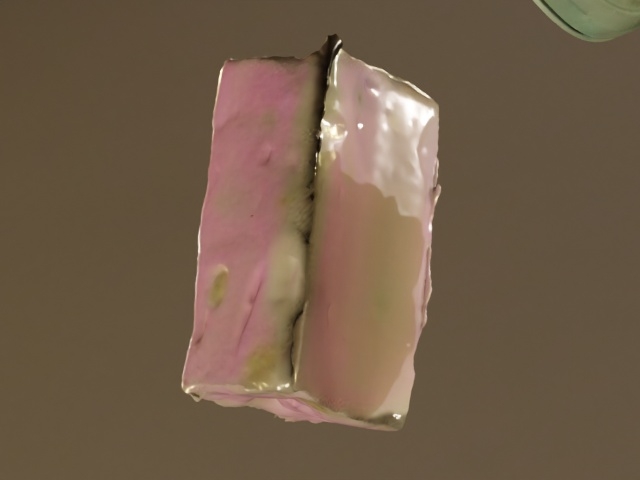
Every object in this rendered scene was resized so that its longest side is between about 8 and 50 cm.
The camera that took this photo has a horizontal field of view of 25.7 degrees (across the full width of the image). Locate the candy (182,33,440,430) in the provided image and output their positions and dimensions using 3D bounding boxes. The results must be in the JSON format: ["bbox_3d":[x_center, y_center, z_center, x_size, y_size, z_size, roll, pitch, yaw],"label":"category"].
[{"bbox_3d":[0.000,0.000,1.024,0.115,0.155,0.265,-6,-107,38],"label":"candy"}]

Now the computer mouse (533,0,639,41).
[{"bbox_3d":[0.201,-0.249,0.802,0.288,0.159,0.097,-45,-157,-4],"label":"computer mouse"}]
